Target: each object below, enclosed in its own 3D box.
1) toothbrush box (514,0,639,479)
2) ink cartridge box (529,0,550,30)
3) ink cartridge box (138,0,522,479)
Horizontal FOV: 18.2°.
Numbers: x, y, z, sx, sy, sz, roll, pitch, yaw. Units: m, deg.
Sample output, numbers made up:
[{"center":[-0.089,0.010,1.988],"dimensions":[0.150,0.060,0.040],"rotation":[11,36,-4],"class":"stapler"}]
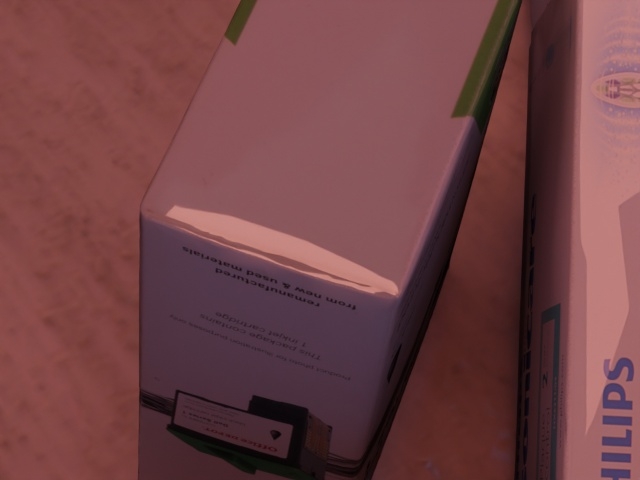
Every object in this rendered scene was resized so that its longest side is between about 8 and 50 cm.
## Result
[{"center":[0.226,0.017,0.745],"dimensions":[0.295,0.126,0.216],"rotation":[4,82,-1],"class":"toothbrush box"},{"center":[0.260,-0.131,0.924],"dimensions":[0.330,0.071,0.324],"rotation":[2,58,-4],"class":"ink cartridge box"},{"center":[0.000,0.000,0.743],"dimensions":[0.092,0.219,0.160],"rotation":[19,59,7],"class":"ink cartridge box"}]
